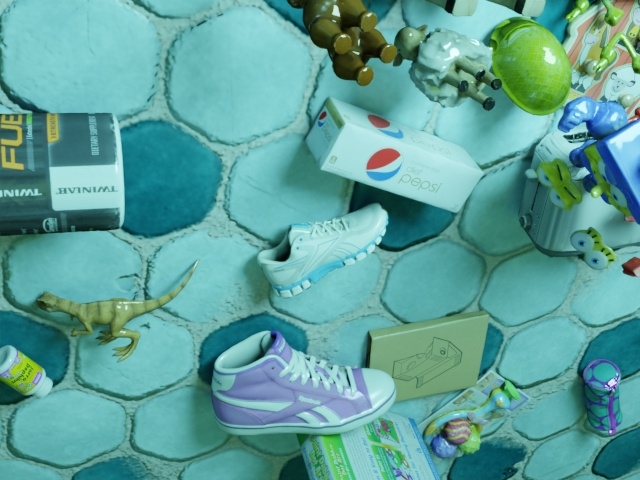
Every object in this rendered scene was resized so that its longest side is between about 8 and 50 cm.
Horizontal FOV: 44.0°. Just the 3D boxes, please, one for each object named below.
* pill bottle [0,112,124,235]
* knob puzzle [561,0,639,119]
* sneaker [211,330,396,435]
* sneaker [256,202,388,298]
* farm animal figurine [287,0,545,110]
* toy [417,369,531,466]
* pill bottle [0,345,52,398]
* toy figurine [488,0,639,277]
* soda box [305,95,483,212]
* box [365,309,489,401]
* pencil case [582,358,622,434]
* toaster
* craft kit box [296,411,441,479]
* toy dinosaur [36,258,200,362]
[{"bbox_3d":[-0.336,-0.068,0.833,0.246,0.130,0.130,-4,127,-17],"label":"pill bottle"},{"bbox_3d":[0.397,-0.246,1.026,0.213,0.030,0.213,-10,129,-12],"label":"knob puzzle"},{"bbox_3d":[-0.020,0.203,1.173,0.282,0.102,0.161,-6,124,-11],"label":"sneaker"},{"bbox_3d":[0.000,0.000,1.050,0.191,0.071,0.083,-33,124,7],"label":"sneaker"},{"bbox_3d":[0.100,-0.319,0.787,0.327,0.172,0.330,9,116,-40],"label":"farm animal figurine"},{"bbox_3d":[0.257,0.339,1.411,0.237,0.056,0.137,-44,127,15],"label":"toy"},{"bbox_3d":[-0.398,0.178,1.057,0.043,0.043,0.083,-33,130,7],"label":"pill bottle"},{"bbox_3d":[0.354,-0.119,0.890,0.191,0.217,0.362,-29,98,3],"label":"toy figurine"},{"bbox_3d":[0.094,-0.105,0.996,0.216,0.074,0.069,14,120,-29],"label":"soda box"},{"bbox_3d":[0.169,0.194,1.290,0.201,0.021,0.164,-8,128,-13],"label":"box"},{"bbox_3d":[0.520,0.288,1.457,0.065,0.070,0.151,-24,131,-1],"label":"pencil case"},{"bbox_3d":[0.389,-0.073,1.090,0.227,0.129,0.146,-7,126,-6],"label":"toaster"},{"bbox_3d":[0.088,0.366,1.244,0.247,0.249,0.061,26,116,-33],"label":"craft kit box"},{"bbox_3d":[-0.258,0.095,1.032,0.212,0.064,0.112,-6,126,-16],"label":"toy dinosaur"}]
